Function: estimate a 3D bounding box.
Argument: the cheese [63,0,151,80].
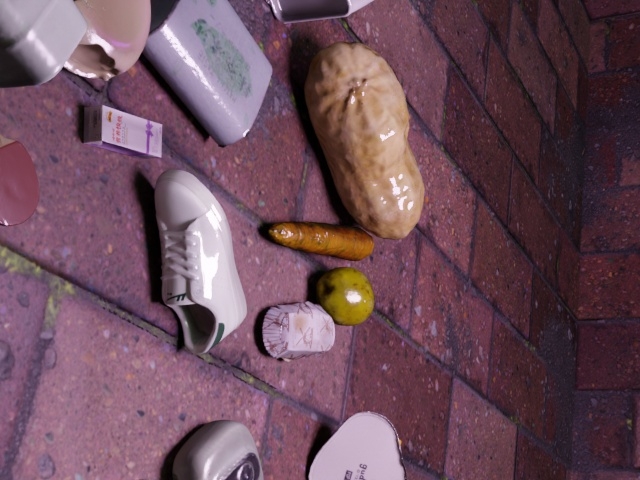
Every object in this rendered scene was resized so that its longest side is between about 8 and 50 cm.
[{"bbox_3d":[-0.281,-0.349,1.171,0.163,0.082,0.286,23,64,-58],"label":"cheese"}]

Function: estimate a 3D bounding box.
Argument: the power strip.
[{"bbox_3d":[-0.356,-0.205,0.832,0.141,0.261,0.229,57,40,-42],"label":"power strip"}]

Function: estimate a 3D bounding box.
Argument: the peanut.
[{"bbox_3d":[0.091,-0.175,1.679,0.169,0.192,0.387,-29,117,-17],"label":"peanut"}]

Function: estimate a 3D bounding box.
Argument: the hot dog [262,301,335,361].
[{"bbox_3d":[-0.039,0.152,1.552,0.192,0.053,0.099,3,82,-57],"label":"hot dog"}]

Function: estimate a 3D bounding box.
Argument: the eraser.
[{"bbox_3d":[-0.168,-0.274,1.353,0.227,0.081,0.174,53,44,-45],"label":"eraser"}]

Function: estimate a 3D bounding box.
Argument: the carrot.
[{"bbox_3d":[0.000,0.000,1.630,0.314,0.066,0.066,6,81,-58],"label":"carrot"}]

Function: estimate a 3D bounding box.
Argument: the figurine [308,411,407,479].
[{"bbox_3d":[0.055,0.422,1.657,0.250,0.166,0.141,-63,-177,-5],"label":"figurine"}]

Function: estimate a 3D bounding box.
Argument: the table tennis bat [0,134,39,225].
[{"bbox_3d":[-0.365,-0.092,1.053,0.087,0.013,0.156,-40,122,-53],"label":"table tennis bat"}]

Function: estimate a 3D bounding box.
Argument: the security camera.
[{"bbox_3d":[-0.181,0.365,1.256,0.301,0.080,0.157,-36,118,-53],"label":"security camera"}]

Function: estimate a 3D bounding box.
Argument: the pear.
[{"bbox_3d":[0.046,0.101,1.654,0.131,0.107,0.107,34,57,-50],"label":"pear"}]

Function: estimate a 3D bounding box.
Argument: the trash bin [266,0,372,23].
[{"bbox_3d":[0.046,-0.538,1.627,0.368,0.296,0.256,-45,127,-36],"label":"trash bin"}]

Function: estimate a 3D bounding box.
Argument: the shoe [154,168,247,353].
[{"bbox_3d":[-0.177,0.037,1.284,0.110,0.095,0.265,-55,135,-47],"label":"shoe"}]

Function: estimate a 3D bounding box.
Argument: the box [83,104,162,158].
[{"bbox_3d":[-0.259,-0.141,1.221,0.117,0.036,0.051,15,74,-58],"label":"box"}]
